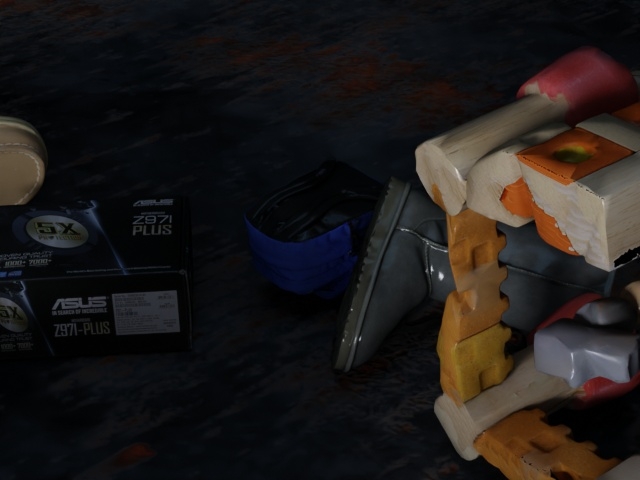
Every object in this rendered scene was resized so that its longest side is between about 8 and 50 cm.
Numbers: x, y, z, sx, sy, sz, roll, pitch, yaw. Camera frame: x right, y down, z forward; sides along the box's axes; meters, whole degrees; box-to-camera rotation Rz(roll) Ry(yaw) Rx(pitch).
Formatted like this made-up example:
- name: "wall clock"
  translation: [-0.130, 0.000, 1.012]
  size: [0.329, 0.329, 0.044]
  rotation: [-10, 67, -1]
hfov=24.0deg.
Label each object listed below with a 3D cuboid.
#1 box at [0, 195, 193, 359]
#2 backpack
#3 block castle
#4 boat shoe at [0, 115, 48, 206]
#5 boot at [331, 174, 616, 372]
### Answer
- name: "box"
  translation: [-0.200, 0.030, 1.294]
  size: [0.180, 0.077, 0.147]
  rotation: [-3, 27, -2]
- name: "backpack"
  translation: [0.000, 0.000, 1.315]
  size: [0.120, 0.101, 0.098]
  rotation: [-25, 33, -30]
- name: "block castle"
  translation: [0.276, 0.071, 0.955]
  size: [0.213, 0.303, 0.453]
  rotation: [-25, 35, -26]
- name: "boat shoe"
  translation: [-0.390, -0.006, 1.345]
  size: [0.341, 0.121, 0.110]
  rotation: [-26, 39, -21]
- name: "boot"
  translation: [0.129, 0.052, 1.236]
  size: [0.208, 0.076, 0.189]
  rotation: [23, 73, -5]
